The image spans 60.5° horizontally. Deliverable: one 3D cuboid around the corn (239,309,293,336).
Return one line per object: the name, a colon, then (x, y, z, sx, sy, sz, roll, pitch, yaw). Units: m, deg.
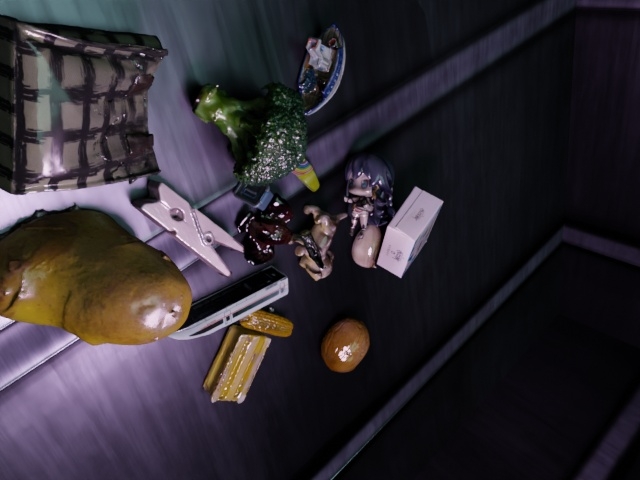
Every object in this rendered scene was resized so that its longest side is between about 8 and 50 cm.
corn: (-0.169, 0.257, 1.723, 0.207, 0.068, 0.068, 23, 92, -39)

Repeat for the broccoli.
broccoli: (-0.167, -0.282, 1.385, 0.297, 0.297, 0.298, 30, 85, -9)

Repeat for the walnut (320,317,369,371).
walnut: (0.090, 0.374, 1.980, 0.207, 0.167, 0.167, -53, 136, -15)

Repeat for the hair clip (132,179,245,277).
hair clip: (-0.335, -0.027, 1.428, 0.331, 0.085, 0.101, 43, 75, -40)

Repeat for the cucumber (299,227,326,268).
cucumber: (-0.020, 0.036, 1.645, 0.043, 0.038, 0.163, -78, 152, -51)

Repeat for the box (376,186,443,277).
box: (0.313, -0.024, 1.950, 0.203, 0.116, 0.274, -52, 164, -27)

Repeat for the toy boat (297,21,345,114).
toy boat: (-0.009, -0.471, 1.514, 0.115, 0.114, 0.262, -10, 120, -56)

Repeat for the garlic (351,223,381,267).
garlic: (0.176, 0.003, 1.958, 0.128, 0.090, 0.198, -11, 111, -59)

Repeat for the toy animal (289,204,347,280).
toy animal: (-0.014, 0.006, 1.732, 0.168, 0.121, 0.233, 14, 101, -35)

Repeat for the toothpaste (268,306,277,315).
toothpaste: (-0.151, 0.244, 1.783, 0.027, 0.019, 0.083, -54, 143, -31)

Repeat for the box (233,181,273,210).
box: (-0.183, -0.128, 1.524, 0.074, 0.099, 0.054, -57, 152, -9)

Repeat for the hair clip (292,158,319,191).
hair clip: (-0.052, -0.207, 1.659, 0.060, 0.033, 0.188, -52, 136, -10)

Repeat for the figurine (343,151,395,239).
figurine: (0.157, -0.155, 1.784, 0.197, 0.175, 0.265, -44, 142, -59)

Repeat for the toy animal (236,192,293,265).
toy animal: (-0.153, -0.032, 1.613, 0.219, 0.116, 0.179, -68, 162, 3)

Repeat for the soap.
soap: (-0.260, 0.382, 1.698, 0.135, 0.076, 0.233, 20, 94, -47)

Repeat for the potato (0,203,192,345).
potato: (-0.481, 0.100, 1.195, 0.397, 0.295, 0.290, 16, 95, -49)

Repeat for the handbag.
handbag: (-0.486, -0.267, 1.121, 0.327, 0.162, 0.326, -14, 122, -49)

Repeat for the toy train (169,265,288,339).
toy train: (-0.276, 0.197, 1.592, 0.406, 0.086, 0.088, -25, 130, -34)
